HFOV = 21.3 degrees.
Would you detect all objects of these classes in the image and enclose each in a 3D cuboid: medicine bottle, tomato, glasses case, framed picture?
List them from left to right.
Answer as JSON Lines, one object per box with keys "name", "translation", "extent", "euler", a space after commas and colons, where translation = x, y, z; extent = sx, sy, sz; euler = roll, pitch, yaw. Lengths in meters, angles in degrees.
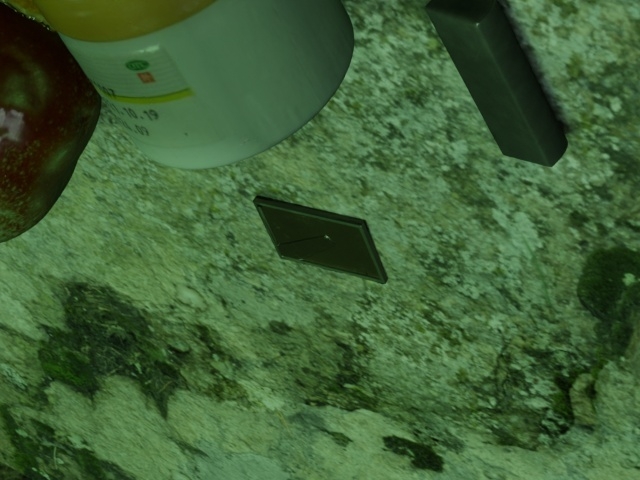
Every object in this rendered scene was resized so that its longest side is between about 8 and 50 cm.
{"name": "tomato", "translation": [-0.366, -0.143, 1.852], "extent": [0.239, 0.303, 0.303], "euler": [19, 153, -11]}
{"name": "medicine bottle", "translation": [-0.118, -0.219, 1.502], "extent": [0.238, 0.238, 0.232], "euler": [9, 144, 35]}
{"name": "framed picture", "translation": [0.000, 0.000, 1.966], "extent": [0.149, 0.011, 0.109], "euler": [14, 146, 29]}
{"name": "glasses case", "translation": [0.163, -0.147, 1.551], "extent": [0.072, 0.042, 0.191], "euler": [13, 147, 43]}

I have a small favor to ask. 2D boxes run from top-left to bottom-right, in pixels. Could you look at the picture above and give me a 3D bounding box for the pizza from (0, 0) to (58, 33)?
{"name": "pizza", "translation": [-0.295, -0.319, 1.671], "extent": [0.323, 0.089, 0.223], "euler": [32, 146, 9]}
